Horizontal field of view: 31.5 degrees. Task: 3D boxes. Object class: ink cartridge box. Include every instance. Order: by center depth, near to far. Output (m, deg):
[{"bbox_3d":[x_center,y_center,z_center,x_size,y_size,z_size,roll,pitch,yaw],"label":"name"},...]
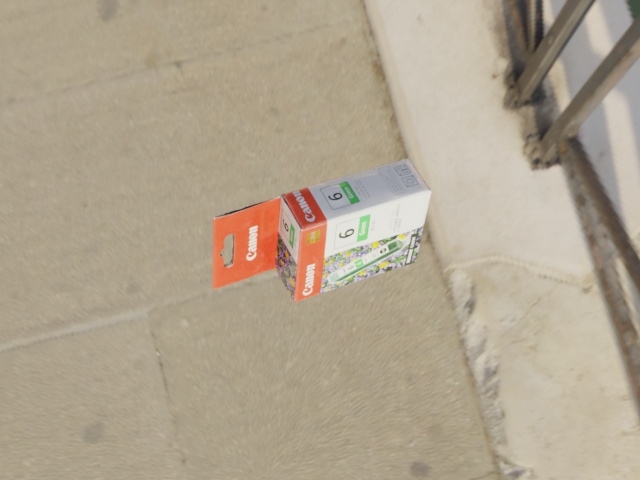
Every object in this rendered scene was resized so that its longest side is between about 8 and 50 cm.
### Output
[{"bbox_3d":[0.000,0.000,0.609,0.115,0.063,0.029,-18,54,-19],"label":"ink cartridge box"}]
